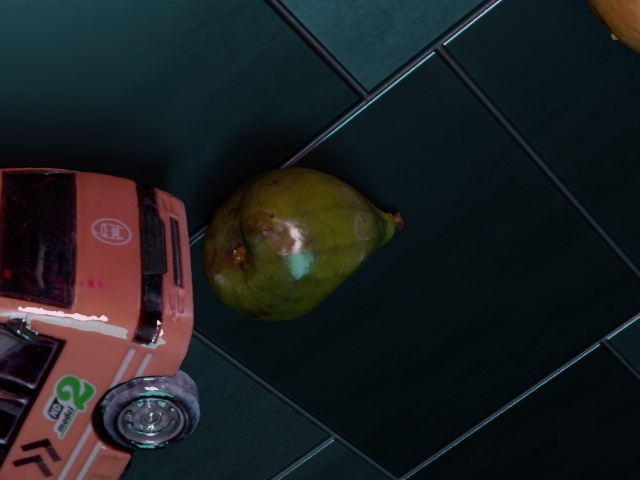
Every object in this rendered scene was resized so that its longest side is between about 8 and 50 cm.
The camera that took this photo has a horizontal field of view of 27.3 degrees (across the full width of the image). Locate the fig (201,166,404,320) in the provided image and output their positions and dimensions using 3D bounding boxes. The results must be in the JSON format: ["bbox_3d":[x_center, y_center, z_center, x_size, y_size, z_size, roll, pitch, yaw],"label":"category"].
[{"bbox_3d":[-0.016,-0.010,1.114,0.126,0.185,0.133,35,123,8],"label":"fig"}]

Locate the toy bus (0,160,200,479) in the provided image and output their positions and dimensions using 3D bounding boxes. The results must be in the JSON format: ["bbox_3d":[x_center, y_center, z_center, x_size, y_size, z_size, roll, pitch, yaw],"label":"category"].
[{"bbox_3d":[-0.266,0.140,1.082,0.233,0.203,0.427,17,124,-23],"label":"toy bus"}]

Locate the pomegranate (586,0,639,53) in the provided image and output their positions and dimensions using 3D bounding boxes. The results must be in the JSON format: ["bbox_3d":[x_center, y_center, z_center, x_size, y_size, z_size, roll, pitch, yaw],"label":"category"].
[{"bbox_3d":[0.279,-0.221,0.963,0.191,0.191,0.191,-9,130,-10],"label":"pomegranate"}]
